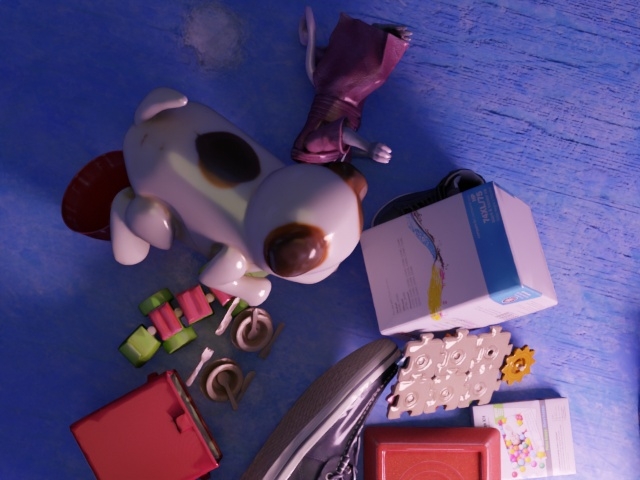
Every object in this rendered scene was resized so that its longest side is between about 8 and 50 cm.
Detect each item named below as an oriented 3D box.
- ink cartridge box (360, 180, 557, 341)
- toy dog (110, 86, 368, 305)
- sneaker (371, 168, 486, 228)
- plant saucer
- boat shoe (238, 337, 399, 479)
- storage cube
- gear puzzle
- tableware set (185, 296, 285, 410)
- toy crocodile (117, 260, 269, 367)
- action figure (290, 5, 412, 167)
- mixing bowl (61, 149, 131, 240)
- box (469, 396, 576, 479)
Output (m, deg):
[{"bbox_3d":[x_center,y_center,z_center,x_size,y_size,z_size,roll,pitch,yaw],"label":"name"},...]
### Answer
[{"bbox_3d":[0.242,0.050,1.751,0.270,0.198,0.197,-21,69,25],"label":"ink cartridge box"},{"bbox_3d":[-0.116,-0.075,1.671,0.407,0.396,0.284,23,44,21],"label":"toy dog"},{"bbox_3d":[0.206,-0.067,1.851,0.226,0.163,0.086,-22,87,-4],"label":"sneaker"},{"bbox_3d":[0.207,0.477,1.824,0.258,0.048,0.259,0,83,6],"label":"plant saucer"},{"bbox_3d":[-0.005,0.392,1.774,0.156,0.187,0.500,40,77,-11],"label":"boat shoe"},{"bbox_3d":[-0.304,0.360,1.757,0.193,0.183,0.215,-28,86,-6],"label":"storage cube"},{"bbox_3d":[0.266,0.228,1.811,0.338,0.044,0.176,-3,117,-31],"label":"gear puzzle"},{"bbox_3d":[-0.149,0.216,1.818,0.128,0.039,0.194,32,88,-34],"label":"tableware set"},{"bbox_3d":[-0.224,0.114,1.830,0.340,0.105,0.115,-32,86,-7],"label":"toy crocodile"},{"bbox_3d":[0.023,-0.242,1.816,0.275,0.248,0.370,24,80,0],"label":"action figure"},{"bbox_3d":[-0.377,-0.067,1.828,0.181,0.098,0.182,-15,53,21],"label":"mixing bowl"},{"bbox_3d":[0.383,0.377,1.872,0.186,0.038,0.145,-4,84,-3],"label":"box"}]
